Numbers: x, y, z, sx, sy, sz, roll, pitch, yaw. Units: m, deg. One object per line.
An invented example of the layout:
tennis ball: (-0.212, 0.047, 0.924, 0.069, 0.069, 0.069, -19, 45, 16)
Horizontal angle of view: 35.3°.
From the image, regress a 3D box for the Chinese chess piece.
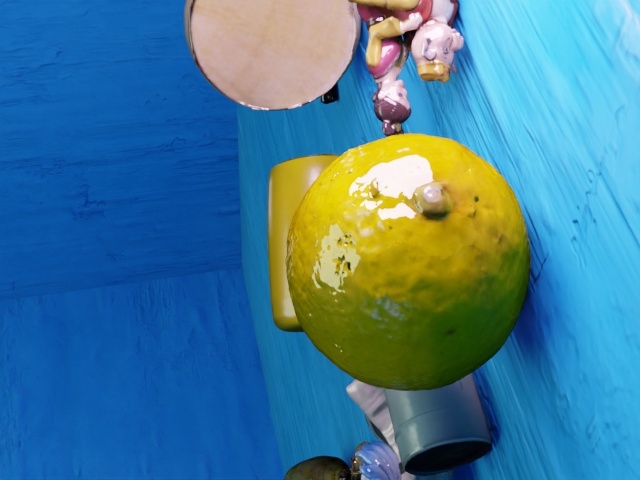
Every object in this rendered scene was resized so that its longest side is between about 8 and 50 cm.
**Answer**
Chinese chess piece: (-0.069, -0.315, 1.452, 0.104, 0.257, 0.257, -91, -2, -65)

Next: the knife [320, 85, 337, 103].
knife: (0.007, -0.348, 1.706, 0.060, 0.028, 0.230, -82, -12, -78)

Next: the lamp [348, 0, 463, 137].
lamp: (0.088, -0.234, 1.029, 0.118, 0.118, 0.253, 122, 140, -76)

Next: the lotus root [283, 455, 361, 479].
lotus root: (0.005, 0.520, 2.050, 0.309, 0.173, 0.173, 117, 145, -63)

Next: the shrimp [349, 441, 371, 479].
shrimp: (0.088, 0.427, 1.836, 0.095, 0.045, 0.162, 55, 154, 24)

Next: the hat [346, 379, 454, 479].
hat: (0.134, 0.285, 1.303, 0.226, 0.164, 0.219, 36, -152, -43)

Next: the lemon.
lemon: (0.079, 0.022, 0.930, 0.263, 0.236, 0.236, 114, 151, -42)

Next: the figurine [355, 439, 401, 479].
figurine: (0.094, 0.358, 1.571, 0.114, 0.079, 0.114, 40, -159, -19)

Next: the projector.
projector: (0.109, 0.100, 1.191, 0.108, 0.108, 0.337, 98, 162, -59)

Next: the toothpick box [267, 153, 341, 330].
toothpick box: (0.000, 0.000, 1.573, 0.175, 0.175, 0.271, 126, 138, -77)
